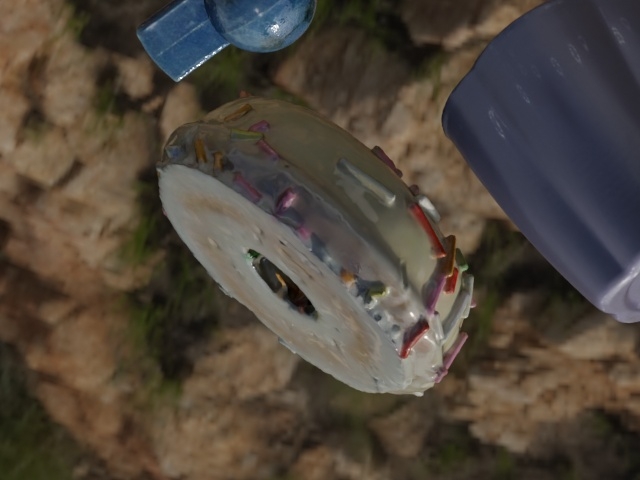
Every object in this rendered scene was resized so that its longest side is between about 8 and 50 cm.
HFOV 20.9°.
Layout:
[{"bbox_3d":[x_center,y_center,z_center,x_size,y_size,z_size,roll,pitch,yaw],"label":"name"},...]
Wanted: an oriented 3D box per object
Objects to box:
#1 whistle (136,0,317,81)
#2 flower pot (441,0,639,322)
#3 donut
[{"bbox_3d":[-0.059,-0.167,1.258,0.158,0.090,0.090,-35,120,10],"label":"whistle"},{"bbox_3d":[0.277,-0.068,1.577,0.265,0.243,0.265,-22,156,-10],"label":"flower pot"},{"bbox_3d":[0.000,0.000,1.781,0.382,0.142,0.382,38,162,15],"label":"donut"}]
